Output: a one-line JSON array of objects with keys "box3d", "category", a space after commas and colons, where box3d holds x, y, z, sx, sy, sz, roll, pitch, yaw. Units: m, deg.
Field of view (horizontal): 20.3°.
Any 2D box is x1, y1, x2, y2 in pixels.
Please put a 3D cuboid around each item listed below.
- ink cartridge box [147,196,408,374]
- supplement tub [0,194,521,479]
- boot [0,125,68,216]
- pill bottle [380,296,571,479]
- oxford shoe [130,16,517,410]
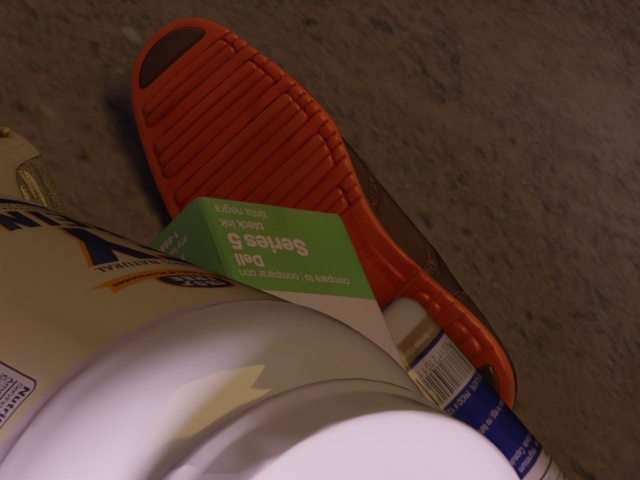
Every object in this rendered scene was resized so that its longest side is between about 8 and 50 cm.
[{"box3d": [-0.039, 0.145, 0.955, 0.115, 0.198, 0.273, 8, 49, -44], "category": "ink cartridge box"}, {"box3d": [-0.091, 0.120, 0.751, 0.235, 0.235, 0.325, 11, 5, -42], "category": "supplement tub"}, {"box3d": [-0.231, -0.035, 0.942, 0.213, 0.077, 0.165, 53, 34, -1], "category": "boot"}, {"box3d": [0.081, 0.178, 1.097, 0.265, 0.153, 0.153, 50, 33, 1], "category": "pill bottle"}, {"box3d": [0.000, 0.000, 1.250, 0.364, 0.130, 0.133, 53, 10, 7], "category": "oxford shoe"}]
